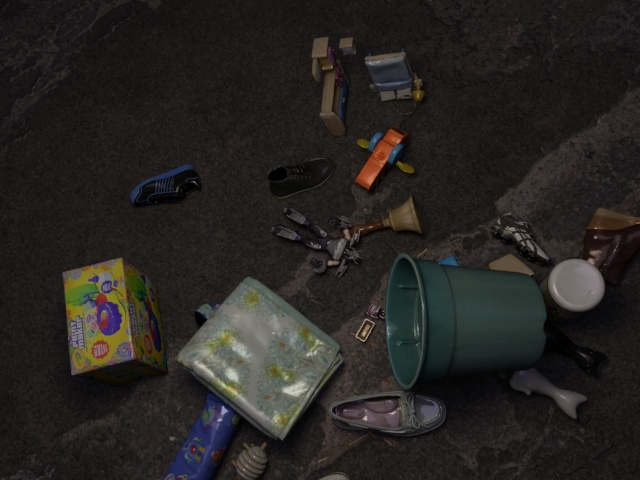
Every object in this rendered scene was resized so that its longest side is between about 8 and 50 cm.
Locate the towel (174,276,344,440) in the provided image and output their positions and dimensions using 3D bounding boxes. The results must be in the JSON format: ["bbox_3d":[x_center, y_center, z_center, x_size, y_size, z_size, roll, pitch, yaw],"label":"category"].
[{"bbox_3d":[-0.158,0.321,1.776,0.374,0.090,0.320,37,59,6],"label":"towel"}]

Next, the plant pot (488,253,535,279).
[{"bbox_3d":[0.539,0.105,1.841,0.109,0.109,0.096,-25,57,-2],"label":"plant pot"}]

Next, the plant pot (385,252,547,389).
[{"bbox_3d":[0.368,0.207,1.640,0.334,0.341,0.341,2,71,-9],"label":"plant pot"}]

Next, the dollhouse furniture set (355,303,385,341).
[{"bbox_3d":[0.158,0.242,1.844,0.091,0.081,0.114,28,77,15],"label":"dollhouse furniture set"}]

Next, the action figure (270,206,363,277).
[{"bbox_3d":[0.000,0.000,1.933,0.285,0.099,0.185,25,83,17],"label":"action figure"}]

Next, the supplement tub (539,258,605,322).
[{"bbox_3d":[0.680,0.144,1.754,0.144,0.200,0.144,-2,71,6],"label":"supplement tub"}]

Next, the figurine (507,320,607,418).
[{"bbox_3d":[0.647,0.353,1.752,0.209,0.092,0.215,28,77,11],"label":"figurine"}]

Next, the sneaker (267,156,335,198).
[{"bbox_3d":[-0.057,-0.209,2.003,0.222,0.118,0.083,-29,70,-3],"label":"sneaker"}]

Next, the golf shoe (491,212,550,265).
[{"bbox_3d":[0.602,-0.006,1.881,0.198,0.077,0.094,39,79,16],"label":"golf shoe"}]

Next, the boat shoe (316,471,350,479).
[{"bbox_3d":[-0.046,0.724,1.691,0.302,0.103,0.113,-35,71,-6],"label":"boat shoe"}]

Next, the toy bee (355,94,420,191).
[{"bbox_3d":[0.230,-0.285,1.998,0.298,0.162,0.195,-39,78,19],"label":"toy bee"}]

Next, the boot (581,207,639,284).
[{"bbox_3d":[0.883,0.032,1.847,0.248,0.090,0.207,16,86,10],"label":"boot"}]

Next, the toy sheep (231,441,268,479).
[{"bbox_3d":[-0.189,0.608,1.759,0.091,0.091,0.132,33,96,16],"label":"toy sheep"}]

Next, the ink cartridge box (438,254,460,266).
[{"bbox_3d":[0.332,0.162,1.849,0.203,0.086,0.148,-29,71,-3],"label":"ink cartridge box"}]

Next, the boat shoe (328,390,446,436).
[{"bbox_3d":[0.183,0.471,1.751,0.320,0.103,0.118,1,71,7],"label":"boat shoe"}]

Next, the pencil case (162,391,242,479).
[{"bbox_3d":[-0.323,0.568,1.770,0.133,0.119,0.306,17,73,34],"label":"pencil case"}]

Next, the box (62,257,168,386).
[{"bbox_3d":[-0.579,0.241,1.825,0.177,0.279,0.290,-14,71,2],"label":"box"}]

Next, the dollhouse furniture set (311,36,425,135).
[{"bbox_3d":[0.155,-0.476,1.982,0.303,0.286,0.198,-1,71,18],"label":"dollhouse furniture set"}]

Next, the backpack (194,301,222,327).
[{"bbox_3d":[-0.312,0.236,1.892,0.114,0.105,0.084,36,56,17],"label":"backpack"}]

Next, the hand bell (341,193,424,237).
[{"bbox_3d":[0.181,-0.046,1.946,0.242,0.126,0.126,-16,70,15],"label":"hand bell"}]

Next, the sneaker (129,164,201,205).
[{"bbox_3d":[-0.496,-0.158,2.056,0.232,0.081,0.090,-28,63,-5],"label":"sneaker"}]
